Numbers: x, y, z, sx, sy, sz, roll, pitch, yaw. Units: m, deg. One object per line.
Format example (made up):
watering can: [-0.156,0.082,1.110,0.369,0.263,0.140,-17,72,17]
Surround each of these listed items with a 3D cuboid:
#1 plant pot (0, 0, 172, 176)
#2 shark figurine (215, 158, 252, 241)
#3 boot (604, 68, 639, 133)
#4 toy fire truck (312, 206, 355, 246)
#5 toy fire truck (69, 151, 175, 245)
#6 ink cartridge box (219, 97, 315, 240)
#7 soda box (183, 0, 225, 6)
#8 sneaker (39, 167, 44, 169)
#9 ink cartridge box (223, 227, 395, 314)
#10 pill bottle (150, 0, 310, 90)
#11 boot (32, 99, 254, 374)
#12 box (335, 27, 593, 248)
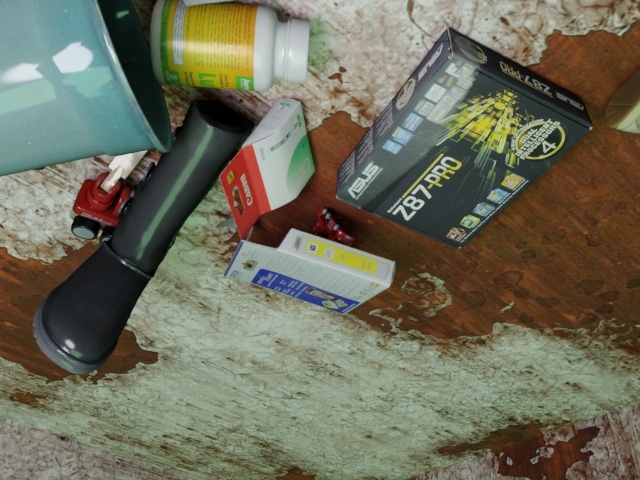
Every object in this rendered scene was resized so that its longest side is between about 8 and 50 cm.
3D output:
plant pot: [-0.432,-0.242,0.918,0.334,0.341,0.341,-18,138,-2]
shark figurine: [-0.167,-0.123,1.325,0.116,0.166,0.278,28,157,7]
boot: [0.664,-0.265,1.105,0.203,0.095,0.262,17,139,-16]
toy fire truck: [0.000,0.000,1.407,0.047,0.192,0.135,26,105,-27]
toy fire truck: [-0.380,-0.095,1.323,0.217,0.158,0.246,22,146,-22]
ink cartridge box: [-0.092,-0.129,1.197,0.056,0.225,0.181,15,144,21]
soda box: [-0.074,-0.429,0.940,0.286,0.091,0.098,-5,140,8]
sneaker: [-0.551,-0.239,1.177,0.121,0.108,0.302,16,145,-18]
ink cartridge box: [-0.037,0.062,1.363,0.307,0.072,0.303,21,160,-9]
pill bottle: [-0.143,-0.317,1.039,0.245,0.136,0.136,4,140,-2]
boot: [-0.290,-0.028,1.104,0.146,0.367,0.445,37,106,-19]
box: [0.259,-0.173,1.228,0.318,0.097,0.395,23,136,-19]
